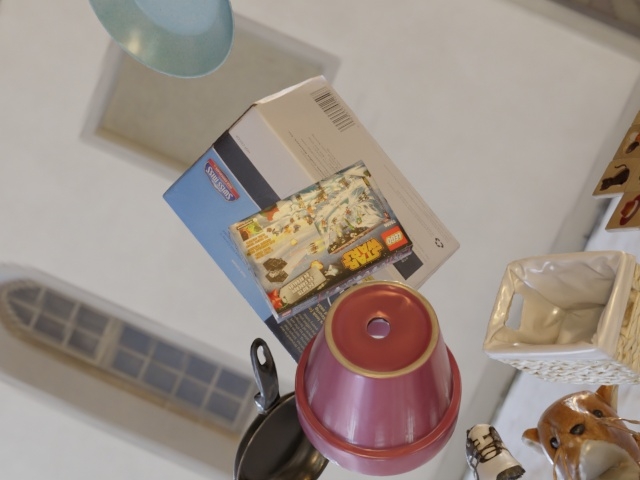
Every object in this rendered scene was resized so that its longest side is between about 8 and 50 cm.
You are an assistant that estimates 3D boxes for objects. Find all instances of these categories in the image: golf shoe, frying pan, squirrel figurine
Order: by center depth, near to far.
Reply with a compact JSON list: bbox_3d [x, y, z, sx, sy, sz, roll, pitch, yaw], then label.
[{"bbox_3d":[-0.076,0.256,1.744,0.197,0.053,0.326,-55,-37,-7],"label":"frying pan"},{"bbox_3d":[0.258,0.335,2.039,0.077,0.094,0.198,-26,0,-6],"label":"golf shoe"},{"bbox_3d":[0.495,0.420,2.143,0.281,0.370,0.397,-39,-17,11],"label":"squirrel figurine"}]

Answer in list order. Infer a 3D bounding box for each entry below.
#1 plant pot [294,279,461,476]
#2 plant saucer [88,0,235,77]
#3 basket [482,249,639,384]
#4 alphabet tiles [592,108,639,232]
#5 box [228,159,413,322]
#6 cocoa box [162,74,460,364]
[{"bbox_3d":[0.068,0.147,1.524,0.180,0.201,0.201,89,-158,-56],"label":"plant pot"},{"bbox_3d":[-0.166,-0.264,1.400,0.037,0.195,0.195,-52,-11,-39],"label":"plant saucer"},{"bbox_3d":[0.268,0.085,1.352,0.167,0.103,0.113,-8,57,53],"label":"basket"},{"bbox_3d":[0.472,-0.129,1.526,0.342,0.011,0.285,-5,48,58],"label":"alphabet tiles"},{"bbox_3d":[0.000,0.000,1.157,0.137,0.094,0.027,-27,-18,-10],"label":"box"},{"bbox_3d":[-0.011,-0.027,1.946,0.228,0.347,0.231,-41,-3,32],"label":"cocoa box"}]
